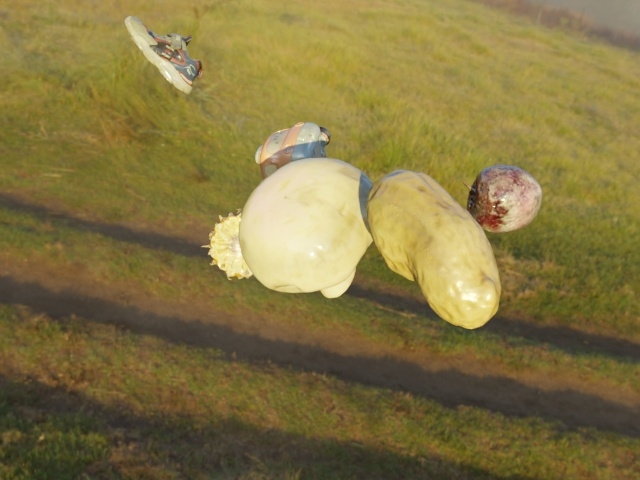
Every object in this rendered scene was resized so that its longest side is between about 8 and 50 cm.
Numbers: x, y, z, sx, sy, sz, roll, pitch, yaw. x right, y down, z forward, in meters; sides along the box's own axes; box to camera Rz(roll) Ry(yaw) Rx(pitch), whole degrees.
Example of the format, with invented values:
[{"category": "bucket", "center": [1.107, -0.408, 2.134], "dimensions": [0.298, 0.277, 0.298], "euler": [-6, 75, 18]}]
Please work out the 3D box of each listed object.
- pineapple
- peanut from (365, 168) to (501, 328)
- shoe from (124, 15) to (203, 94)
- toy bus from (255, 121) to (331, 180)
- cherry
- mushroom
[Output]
[{"category": "pineapple", "center": [-0.230, 0.012, 1.773], "dimensions": [0.221, 0.221, 0.047], "euler": [12, 3, -3]}, {"category": "peanut", "center": [0.211, 0.009, 1.205], "dimensions": [0.169, 0.192, 0.387], "euler": [8, 35, -37]}, {"category": "shoe", "center": [-0.372, -0.475, 1.530], "dimensions": [0.227, 0.125, 0.099], "euler": [48, 0, -20]}, {"category": "toy bus", "center": [-0.083, -0.230, 1.963], "dimensions": [0.231, 0.288, 0.194], "euler": [5, 49, 19]}, {"category": "cherry", "center": [0.473, -0.109, 1.599], "dimensions": [0.194, 0.195, 0.195], "euler": [11, 22, -5]}, {"category": "mushroom", "center": [-0.002, -0.025, 1.490], "dimensions": [0.353, 0.325, 0.353], "euler": [32, 36, -27]}]
